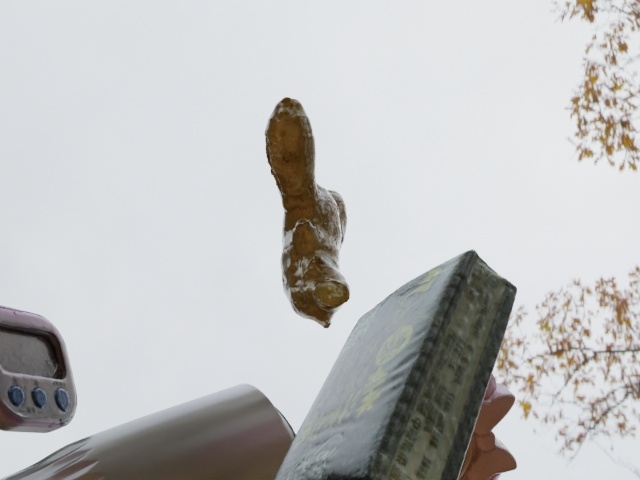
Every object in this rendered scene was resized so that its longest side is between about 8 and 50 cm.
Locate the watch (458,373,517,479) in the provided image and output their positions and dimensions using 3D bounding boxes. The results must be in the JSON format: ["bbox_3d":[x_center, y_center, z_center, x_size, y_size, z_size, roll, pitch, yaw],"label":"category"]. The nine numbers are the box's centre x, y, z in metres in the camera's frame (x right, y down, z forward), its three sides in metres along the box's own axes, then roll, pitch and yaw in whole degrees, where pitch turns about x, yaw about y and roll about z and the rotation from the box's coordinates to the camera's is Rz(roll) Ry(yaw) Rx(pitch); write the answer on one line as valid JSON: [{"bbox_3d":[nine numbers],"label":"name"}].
[{"bbox_3d":[0.130,0.263,1.215,0.248,0.217,0.211,-10,-74,-25],"label":"watch"}]

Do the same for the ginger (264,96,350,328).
[{"bbox_3d":[-0.014,0.008,1.325,0.122,0.348,0.363,-3,-27,2],"label":"ginger"}]

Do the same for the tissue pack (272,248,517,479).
[{"bbox_3d":[0.058,0.143,0.717,0.081,0.257,0.185,39,-41,-9],"label":"tissue pack"}]

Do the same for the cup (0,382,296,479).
[{"bbox_3d":[-0.213,0.356,1.085,0.253,0.371,0.253,33,-51,53],"label":"cup"}]

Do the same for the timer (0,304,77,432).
[{"bbox_3d":[-0.458,0.198,1.251,0.069,0.208,0.191,-25,-112,13],"label":"timer"}]
